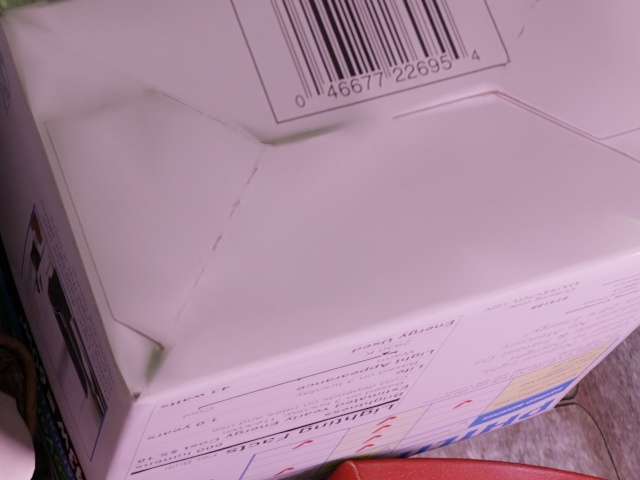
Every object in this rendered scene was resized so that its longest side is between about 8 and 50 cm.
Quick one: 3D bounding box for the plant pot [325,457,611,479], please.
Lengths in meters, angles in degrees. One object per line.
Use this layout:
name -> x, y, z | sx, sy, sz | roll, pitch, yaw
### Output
plant pot -> 0.073, 0.289, 1.244 | 0.236, 0.267, 0.267 | 26, 25, -29

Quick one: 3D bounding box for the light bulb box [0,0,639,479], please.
light bulb box -> 0.000, 0.000, 1.177 | 0.358, 0.361, 0.225 | -15, 73, -17

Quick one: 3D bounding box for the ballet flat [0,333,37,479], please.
ballet flat -> -0.205, 0.184, 1.066 | 0.116, 0.124, 0.342 | 29, 42, -23
